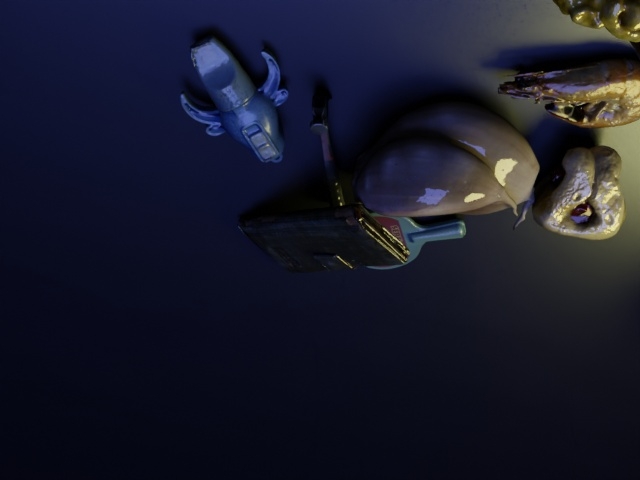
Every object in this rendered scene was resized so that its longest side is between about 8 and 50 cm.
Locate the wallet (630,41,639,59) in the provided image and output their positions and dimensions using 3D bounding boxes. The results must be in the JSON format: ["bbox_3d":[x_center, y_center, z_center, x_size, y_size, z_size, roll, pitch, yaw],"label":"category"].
[{"bbox_3d":[0.578,-0.353,1.528,0.031,0.122,0.232,-23,172,-35],"label":"wallet"}]

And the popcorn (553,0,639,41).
[{"bbox_3d":[0.456,-0.404,1.452,0.225,0.203,0.200,-5,139,-8],"label":"popcorn"}]

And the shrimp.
[{"bbox_3d":[0.444,-0.246,1.697,0.287,0.063,0.152,-2,144,0],"label":"shrimp"}]

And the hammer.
[{"bbox_3d":[0.015,-0.146,1.766,0.033,0.111,0.288,-3,141,7],"label":"hammer"}]

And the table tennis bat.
[{"bbox_3d":[0.162,-0.009,1.928,0.244,0.040,0.153,-8,132,13],"label":"table tennis bat"}]

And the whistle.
[{"bbox_3d":[-0.136,-0.235,1.688,0.180,0.093,0.269,-24,122,12],"label":"whistle"}]

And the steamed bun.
[{"bbox_3d":[0.477,-0.100,1.774,0.172,0.141,0.155,4,128,1],"label":"steamed bun"}]

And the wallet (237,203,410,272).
[{"bbox_3d":[0.000,0.001,1.835,0.317,0.044,0.169,-6,141,44],"label":"wallet"}]

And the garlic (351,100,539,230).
[{"bbox_3d":[0.238,-0.097,1.714,0.340,0.231,0.246,17,128,-7],"label":"garlic"}]
